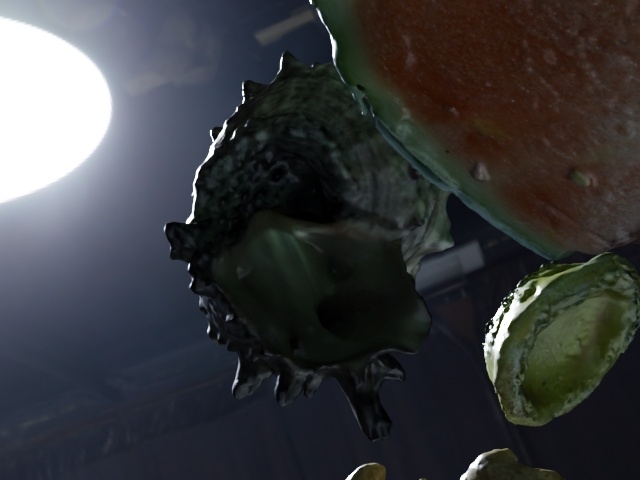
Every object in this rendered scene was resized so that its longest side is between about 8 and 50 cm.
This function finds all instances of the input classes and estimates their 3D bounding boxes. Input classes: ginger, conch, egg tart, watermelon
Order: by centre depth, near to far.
[{"bbox_3d":[0.105,-0.118,0.496,0.222,0.292,0.319,-53,-4,29],"label":"watermelon"},{"bbox_3d":[0.006,-0.007,0.752,0.240,0.313,0.186,-14,-37,21],"label":"conch"},{"bbox_3d":[0.111,0.268,0.894,0.258,0.149,0.065,-15,-44,41],"label":"ginger"},{"bbox_3d":[0.223,0.085,0.924,0.197,0.078,0.197,-27,-44,-29],"label":"egg tart"}]
